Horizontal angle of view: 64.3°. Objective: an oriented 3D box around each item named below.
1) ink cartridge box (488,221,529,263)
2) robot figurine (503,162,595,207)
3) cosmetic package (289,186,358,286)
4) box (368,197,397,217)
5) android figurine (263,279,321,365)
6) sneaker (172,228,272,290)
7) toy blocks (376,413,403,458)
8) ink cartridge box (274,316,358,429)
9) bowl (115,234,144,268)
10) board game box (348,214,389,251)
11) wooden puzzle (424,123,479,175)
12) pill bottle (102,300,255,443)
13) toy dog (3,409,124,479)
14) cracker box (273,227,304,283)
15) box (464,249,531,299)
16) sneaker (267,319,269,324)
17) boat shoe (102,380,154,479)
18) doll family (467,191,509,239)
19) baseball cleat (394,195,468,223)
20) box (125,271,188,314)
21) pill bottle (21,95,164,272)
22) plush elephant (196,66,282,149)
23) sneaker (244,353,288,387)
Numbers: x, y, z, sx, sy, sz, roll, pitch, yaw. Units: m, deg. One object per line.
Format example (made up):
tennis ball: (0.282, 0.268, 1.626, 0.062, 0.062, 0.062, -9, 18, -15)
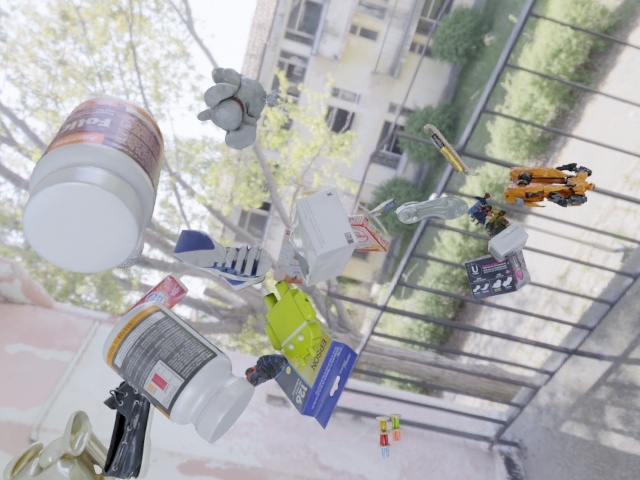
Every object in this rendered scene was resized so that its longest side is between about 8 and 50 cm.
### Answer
ink cartridge box: (0.611, 0.011, 1.665, 0.109, 0.063, 0.150, -37, -21, 6)
robot figurine: (0.822, -0.194, 1.830, 0.211, 0.291, 0.085, -62, -35, -31)
cosmetic package: (0.000, 0.000, 1.812, 0.385, 0.156, 0.217, 101, 148, -68)
box: (0.276, -0.144, 2.259, 0.094, 0.027, 0.137, -36, 5, -12)
android figurine: (-0.094, 0.272, 1.662, 0.248, 0.056, 0.273, -46, 63, 39)
sneaker: (-0.311, 0.084, 1.644, 0.182, 0.315, 0.127, 99, -174, -59)
toy blocks: (0.269, 0.755, 1.970, 0.054, 0.123, 0.148, -11, 79, 51)
ink cartridge box: (-0.030, 0.453, 1.820, 0.307, 0.072, 0.304, 35, 106, 53)
bowl: (-0.655, 0.008, 1.713, 0.080, 0.170, 0.170, -10, 60, 41)
board game box: (0.152, -0.026, 1.939, 0.146, 0.193, 0.045, -1, 57, 40)
wooden puzzle: (0.443, -0.300, 1.756, 0.044, 0.239, 0.221, -44, -4, 13)
pill bottle: (-0.277, 0.258, 1.007, 0.162, 0.278, 0.162, -49, -16, -20)
toy dog: (-0.846, 0.787, 1.523, 0.284, 0.408, 0.395, 60, -177, -29)
cracker box: (-0.115, 0.071, 2.236, 0.155, 0.067, 0.232, 8, -85, -60)
box: (0.655, 0.116, 1.869, 0.247, 0.163, 0.142, -8, -98, -57)
sneaker: (-0.148, 0.366, 2.174, 0.256, 0.151, 0.094, 92, -176, -48)
boat shoe: (-0.481, 0.417, 1.263, 0.127, 0.113, 0.340, 1, 86, 57)
doll family: (0.622, -0.096, 1.879, 0.076, 0.193, 0.111, -19, -33, -52)
baseball cleat: (0.320, -0.097, 1.487, 0.109, 0.206, 0.072, -111, 17, -72)
box: (-0.729, 0.273, 2.287, 0.257, 0.122, 0.128, -42, 10, -5)
pill bottle: (-0.442, -0.125, 1.028, 0.392, 0.224, 0.224, -108, 31, -55)
plush elephant: (-0.333, -0.488, 1.892, 0.255, 0.330, 0.272, -38, -55, -36)
sneaker: (-0.166, 0.414, 1.663, 0.221, 0.087, 0.083, -35, 74, 47)
